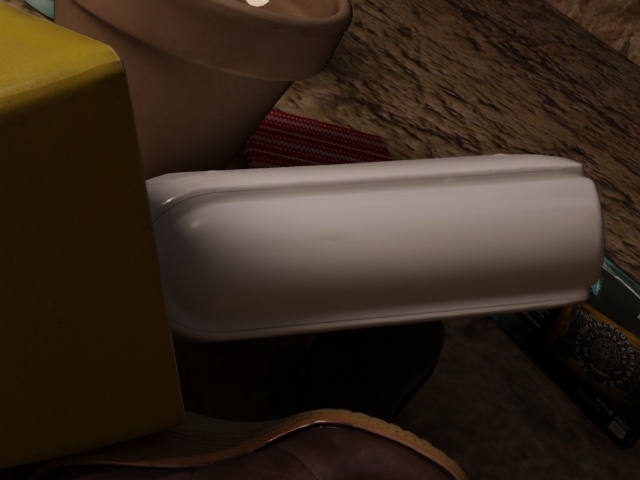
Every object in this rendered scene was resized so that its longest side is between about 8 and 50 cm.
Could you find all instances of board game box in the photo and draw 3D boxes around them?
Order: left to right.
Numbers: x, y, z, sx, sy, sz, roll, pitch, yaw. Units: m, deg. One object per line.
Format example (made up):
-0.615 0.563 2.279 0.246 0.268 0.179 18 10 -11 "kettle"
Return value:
0.252 0.083 0.842 0.026 0.126 0.186 -6 44 -45 "board game box"

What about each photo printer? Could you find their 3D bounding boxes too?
0.000 0.000 0.638 0.307 0.107 0.256 -4 4 -12 "photo printer"

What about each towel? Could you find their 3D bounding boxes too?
0.012 -0.057 0.966 0.198 0.031 0.275 12 31 -22 "towel"

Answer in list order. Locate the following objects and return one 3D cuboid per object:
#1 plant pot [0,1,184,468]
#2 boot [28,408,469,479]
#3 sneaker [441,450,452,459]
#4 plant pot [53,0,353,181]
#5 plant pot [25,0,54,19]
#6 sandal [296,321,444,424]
-0.216 0.006 0.480 0.187 0.212 0.212 -22 32 -29 "plant pot"
-0.043 0.183 0.469 0.248 0.090 0.207 10 38 1 "boot"
0.101 0.231 0.555 0.118 0.083 0.222 40 17 -19 "sneaker"
-0.134 -0.159 0.804 0.263 0.229 0.263 20 31 -12 "plant pot"
-0.252 -0.363 1.064 0.293 0.196 0.293 20 30 -12 "plant pot"
0.024 0.120 0.686 0.097 0.054 0.254 24 38 9 "sandal"
